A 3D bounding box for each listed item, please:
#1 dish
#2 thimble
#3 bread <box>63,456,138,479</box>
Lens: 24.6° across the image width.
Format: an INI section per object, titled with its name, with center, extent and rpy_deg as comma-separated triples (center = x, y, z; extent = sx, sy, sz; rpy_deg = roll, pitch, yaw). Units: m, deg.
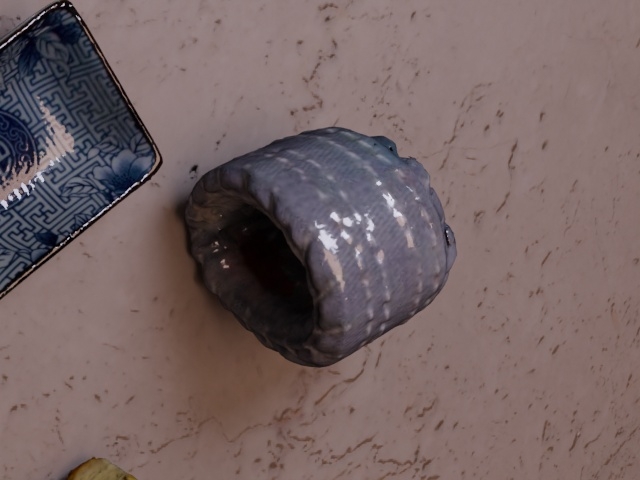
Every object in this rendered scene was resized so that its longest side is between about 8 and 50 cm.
[dish]
center = -0.277, -0.070, 1.252
extent = 0.243, 0.080, 0.182
rpy_deg = -41, 120, -24
[thimble]
center = 0.000, 0.000, 1.385
extent = 0.172, 0.236, 0.205
rpy_deg = -27, 107, -33
[bread]
center = -0.207, 0.364, 1.362
extent = 0.184, 0.114, 0.275
rpy_deg = -33, 115, -26
